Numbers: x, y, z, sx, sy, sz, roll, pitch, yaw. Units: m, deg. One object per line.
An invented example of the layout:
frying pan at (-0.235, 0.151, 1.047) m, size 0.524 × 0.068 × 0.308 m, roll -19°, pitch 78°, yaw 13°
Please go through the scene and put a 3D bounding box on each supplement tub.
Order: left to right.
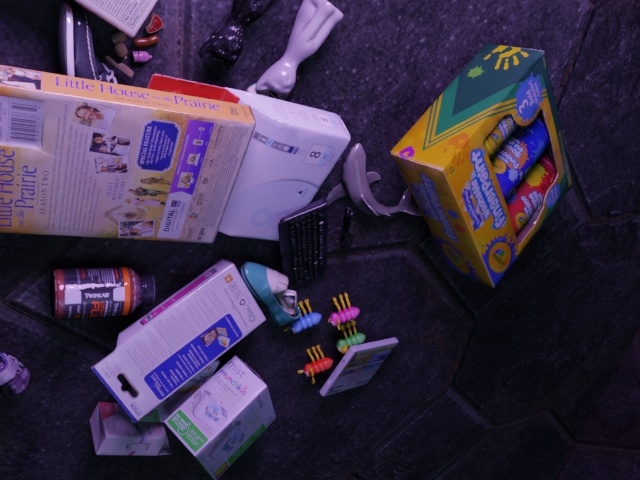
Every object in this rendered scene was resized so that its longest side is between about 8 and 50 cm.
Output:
supplement tub at (-0.449, 0.106, 1.226) m, size 0.198 × 0.106 × 0.106 m, roll -1°, pitch 123°, yaw -29°

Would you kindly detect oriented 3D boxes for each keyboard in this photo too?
keyboard at (0.000, 0.000, 1.380) m, size 0.202 × 0.033 × 0.317 m, roll -28°, pitch 155°, yaw -14°

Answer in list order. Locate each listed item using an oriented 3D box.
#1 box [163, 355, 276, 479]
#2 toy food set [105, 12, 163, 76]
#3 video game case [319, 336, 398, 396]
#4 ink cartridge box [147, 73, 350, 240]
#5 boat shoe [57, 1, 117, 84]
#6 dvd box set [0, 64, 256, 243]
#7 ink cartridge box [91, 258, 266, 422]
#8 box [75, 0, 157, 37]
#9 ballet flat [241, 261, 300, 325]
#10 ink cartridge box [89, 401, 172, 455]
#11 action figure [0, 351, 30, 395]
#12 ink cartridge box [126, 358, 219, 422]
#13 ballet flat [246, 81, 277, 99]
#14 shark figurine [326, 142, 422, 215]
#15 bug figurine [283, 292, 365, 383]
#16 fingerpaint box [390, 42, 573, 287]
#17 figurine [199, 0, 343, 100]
box at (-0.243, 0.451, 1.500) m, size 0.231 × 0.127 × 0.262 m, roll -41°, pitch 154°, yaw -23°
toy food set at (-0.318, -0.350, 1.029) m, size 0.078 × 0.019 × 0.122 m, roll 35°, pitch 94°, yaw -42°
video game case at (0.116, 0.371, 1.753) m, size 0.212 × 0.023 × 0.193 m, roll 0°, pitch 130°, yaw -47°
ink cartridge box at (-0.176, -0.141, 1.158) m, size 0.385 × 0.091 × 0.308 m, roll 4°, pitch 137°, yaw -34°
boat shoe at (-0.389, -0.249, 1.005) m, size 0.091 × 0.114 × 0.302 m, roll -7°, pitch 138°, yaw -25°
dvd box set at (-0.354, -0.125, 1.018) m, size 0.420 × 0.062 × 0.307 m, roll 3°, pitch 135°, yaw -26°
ink cartridge box at (-0.311, 0.218, 1.328) m, size 0.371 × 0.069 × 0.175 m, roll -38°, pitch 120°, yaw -23°
box at (-0.348, -0.438, 0.872) m, size 0.232 × 0.127 × 0.148 m, roll 28°, pitch 106°, yaw -40°
ballet flat at (-0.108, 0.122, 1.443) m, size 0.087 × 0.083 × 0.247 m, roll -16°, pitch 139°, yaw 10°
ink cartridge box at (-0.460, 0.471, 1.480) m, size 0.198 × 0.115 × 0.067 m, roll 17°, pitch 112°, yaw -38°
action figure at (-0.707, 0.206, 1.164) m, size 0.185 × 0.099 × 0.285 m, roll -25°, pitch 128°, yaw -3°
ink cartridge box at (-0.365, 0.340, 1.455) m, size 0.154 × 0.093 × 0.212 m, roll 15°, pitch 112°, yaw -36°
ballet flat at (-0.093, -0.250, 1.206) m, size 0.052 × 0.057 × 0.168 m, roll -43°, pitch 135°, yaw -13°
shark figurine at (0.134, -0.090, 1.415) m, size 0.278 × 0.116 × 0.166 m, roll 31°, pitch 105°, yaw -39°
bug figurine at (0.019, 0.267, 1.634) m, size 0.216 × 0.072 × 0.279 m, roll -24°, pitch 131°, yaw -12°
fingerpaint box at (0.409, -0.166, 1.415) m, size 0.371 × 0.163 × 0.445 m, roll -48°, pitch 134°, yaw -13°
figurine at (-0.088, -0.378, 1.087) m, size 0.215 × 0.092 × 0.209 m, roll 24°, pitch 108°, yaw -40°
